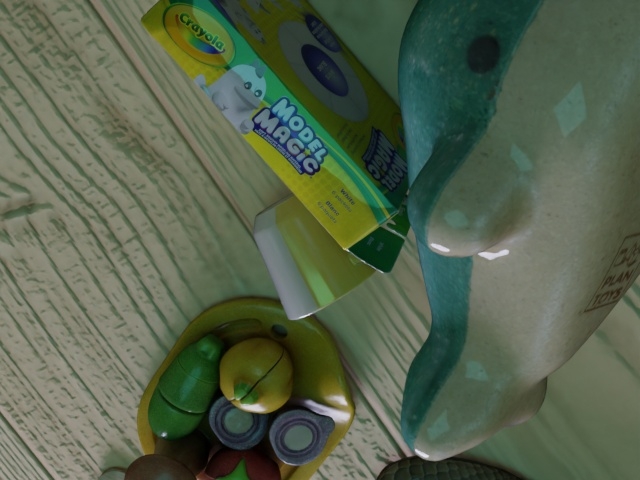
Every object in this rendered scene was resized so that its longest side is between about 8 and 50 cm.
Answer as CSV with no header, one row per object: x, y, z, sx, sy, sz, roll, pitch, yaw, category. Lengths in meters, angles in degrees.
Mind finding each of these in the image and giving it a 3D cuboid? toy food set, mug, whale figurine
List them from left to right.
-0.067,0.141,0.693,0.128,0.071,0.218,33,117,-2,toy food set
-0.001,0.000,0.625,0.078,0.062,0.064,-30,95,11,mug
0.094,-0.029,0.521,0.141,0.216,0.272,32,116,31,whale figurine

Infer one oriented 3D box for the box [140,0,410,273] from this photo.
-0.005,-0.072,0.563,0.043,0.105,0.179,-35,102,27,box

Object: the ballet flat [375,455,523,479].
0.146,0.217,0.682,0.250,0.058,0.084,29,116,0,ballet flat
